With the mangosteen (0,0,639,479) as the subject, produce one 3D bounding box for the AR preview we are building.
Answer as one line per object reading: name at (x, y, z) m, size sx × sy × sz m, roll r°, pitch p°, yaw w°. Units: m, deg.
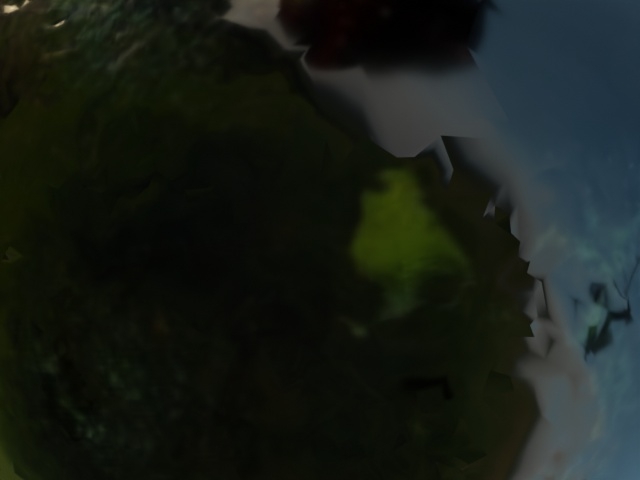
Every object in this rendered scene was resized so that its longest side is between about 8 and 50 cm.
mangosteen at (0.000, 0.000, 0.476) m, size 0.288 × 0.288 × 0.288 m, roll 29°, pitch -42°, yaw 31°
